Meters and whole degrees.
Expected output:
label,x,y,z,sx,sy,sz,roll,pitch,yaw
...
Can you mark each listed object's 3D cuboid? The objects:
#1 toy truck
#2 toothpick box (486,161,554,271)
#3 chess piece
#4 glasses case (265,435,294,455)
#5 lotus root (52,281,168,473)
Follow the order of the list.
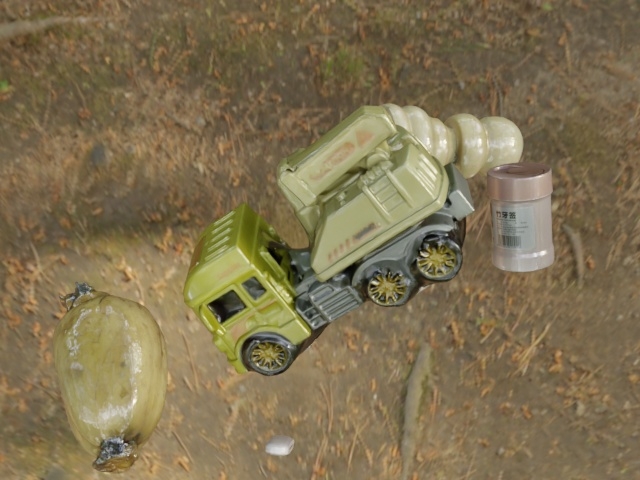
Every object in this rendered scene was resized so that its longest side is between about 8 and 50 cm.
label,x,y,z,sx,sy,sz,roll,pitch,yaw
toy truck,0.000,0.000,1.299,0.405,0.180,0.254,-32,111,18
toothpick box,0.310,-0.037,1.473,0.098,0.098,0.149,-8,108,-3
chess piece,0.218,-0.158,1.622,0.261,0.143,0.143,-1,68,-20
glasses case,-0.055,0.277,1.291,0.032,0.083,0.021,4,87,4
lotus root,-0.260,0.164,1.198,0.140,0.154,0.257,-12,57,-8
